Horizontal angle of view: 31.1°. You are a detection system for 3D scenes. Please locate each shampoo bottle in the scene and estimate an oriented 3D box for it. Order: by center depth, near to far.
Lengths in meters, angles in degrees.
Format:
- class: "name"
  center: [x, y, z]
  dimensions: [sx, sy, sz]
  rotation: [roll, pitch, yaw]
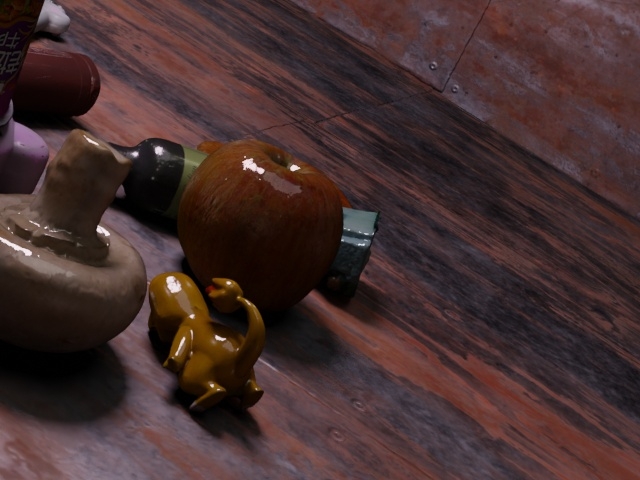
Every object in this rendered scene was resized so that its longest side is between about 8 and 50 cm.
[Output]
- class: "shampoo bottle"
  center: [-0.186, -0.076, 1.547]
  dimensions: [0.283, 0.101, 0.101]
  rotation: [18, 22, -28]

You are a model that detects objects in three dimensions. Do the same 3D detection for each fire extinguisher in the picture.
- class: "fire extinguisher"
  center: [-0.431, -0.220, 1.581]
  dimensions: [0.104, 0.105, 0.269]
  rotation: [38, 21, 23]

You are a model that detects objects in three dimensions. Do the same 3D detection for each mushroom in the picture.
- class: "mushroom"
  center: [-0.251, 0.013, 1.118]
  dimensions: [0.206, 0.209, 0.206]
  rotation: [50, 18, -23]

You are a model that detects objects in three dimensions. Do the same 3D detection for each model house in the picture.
- class: "model house"
  center: [0.000, 0.000, 1.629]
  dimensions: [0.148, 0.120, 0.148]
  rotation: [20, 21, 3]

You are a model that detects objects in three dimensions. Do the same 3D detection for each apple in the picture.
- class: "apple"
  center: [-0.077, -0.020, 1.439]
  dimensions: [0.211, 0.188, 0.211]
  rotation: [28, 16, -8]

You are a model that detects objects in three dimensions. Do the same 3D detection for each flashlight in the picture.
- class: "flashlight"
  center: [-0.489, -0.365, 1.917]
  dimensions: [0.093, 0.048, 0.200]
  rotation: [30, 22, 2]

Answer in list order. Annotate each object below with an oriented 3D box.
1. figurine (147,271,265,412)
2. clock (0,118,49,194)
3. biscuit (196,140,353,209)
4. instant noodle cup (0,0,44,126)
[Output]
- class: "figurine"
  center: [-0.121, 0.087, 1.210]
  dimensions: [0.121, 0.122, 0.176]
  rotation: [2, 34, -48]
- class: "clock"
  center: [-0.489, -0.157, 1.308]
  dimensions: [0.322, 0.113, 0.295]
  rotation: [38, 21, 18]
- class: "biscuit"
  center: [-0.081, -0.087, 1.798]
  dimensions: [0.277, 0.052, 0.262]
  rotation: [18, 18, -29]
- class: "instant noodle cup"
  center: [-0.410, -0.263, 1.231]
  dimensions: [0.251, 0.190, 0.251]
  rotation: [28, 21, -12]
